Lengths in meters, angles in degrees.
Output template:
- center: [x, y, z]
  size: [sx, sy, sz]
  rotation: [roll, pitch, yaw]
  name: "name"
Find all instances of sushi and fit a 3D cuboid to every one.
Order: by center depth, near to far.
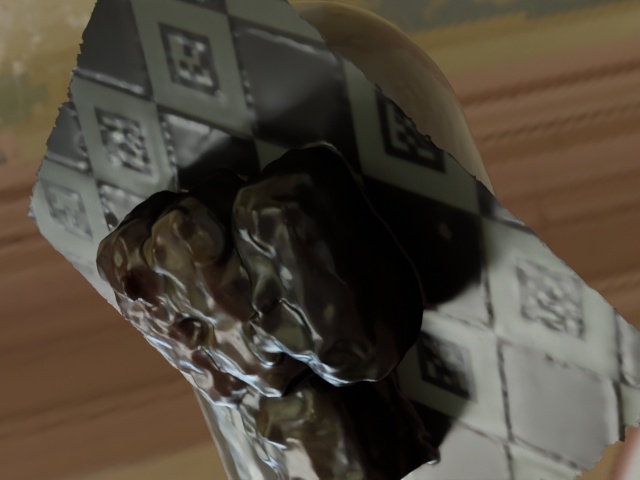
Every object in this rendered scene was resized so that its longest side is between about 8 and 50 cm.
- center: [-0.021, 0.027, 0.623]
  size: [0.047, 0.231, 0.219]
  rotation: [-40, -11, -34]
  name: "sushi"

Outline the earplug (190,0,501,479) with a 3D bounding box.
- center: [0.000, 0.000, 1.551]
  size: [0.312, 0.312, 0.394]
  rotation: [-24, -73, -4]
  name: "earplug"
